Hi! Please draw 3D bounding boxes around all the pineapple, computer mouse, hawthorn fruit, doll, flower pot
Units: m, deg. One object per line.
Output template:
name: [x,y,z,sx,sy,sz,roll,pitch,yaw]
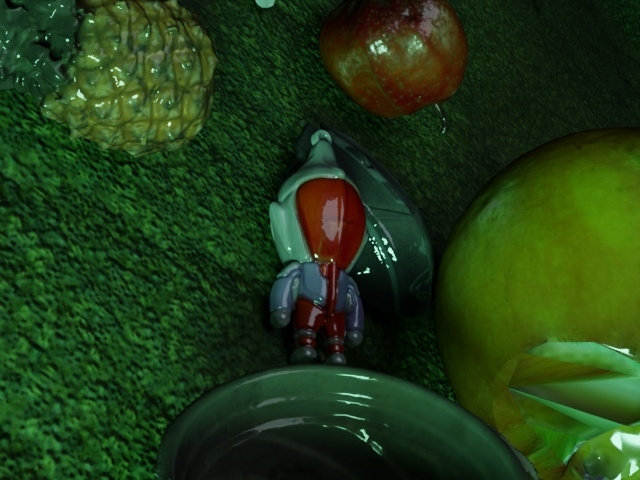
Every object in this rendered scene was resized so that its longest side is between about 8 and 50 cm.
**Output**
pineapple: [-0.193,-0.131,0.603,0.248,0.128,0.128,10,56,-45]
computer mouse: [0.052,-0.029,0.881,0.126,0.071,0.231,-15,75,-56]
hawthorn fruit: [0.096,-0.203,1.015,0.194,0.157,0.157,53,32,-22]
doll: [0.000,0.000,0.784,0.102,0.075,0.227,16,60,-34]
flower pot: [0.011,0.189,0.541,0.235,0.235,0.140,-34,135,-57]

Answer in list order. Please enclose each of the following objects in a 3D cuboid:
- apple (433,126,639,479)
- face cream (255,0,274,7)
apple: [0.295,0.085,0.849,0.384,0.374,0.374,47,34,-12]
face cream: [-0.053,-0.302,1.000,0.034,0.034,0.130,40,36,-26]
